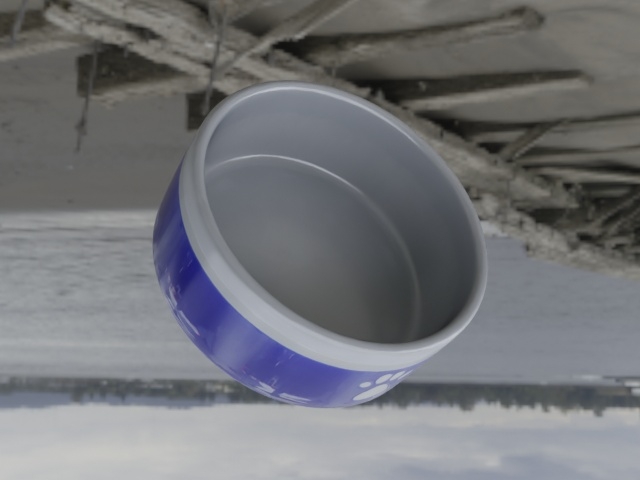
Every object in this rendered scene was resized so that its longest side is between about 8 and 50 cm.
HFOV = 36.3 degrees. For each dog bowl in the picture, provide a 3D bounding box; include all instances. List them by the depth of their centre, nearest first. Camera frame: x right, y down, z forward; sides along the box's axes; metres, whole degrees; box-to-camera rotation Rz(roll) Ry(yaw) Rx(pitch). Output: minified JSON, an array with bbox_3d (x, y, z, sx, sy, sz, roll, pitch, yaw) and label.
[{"bbox_3d":[0.000,0.000,0.810,0.265,0.265,0.104,5,144,-29],"label":"dog bowl"}]
